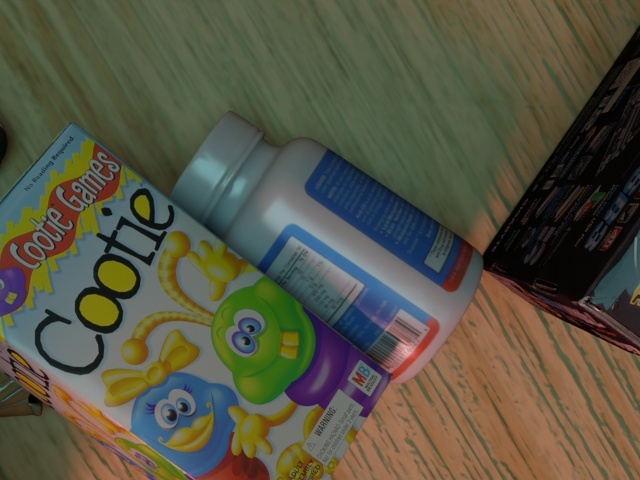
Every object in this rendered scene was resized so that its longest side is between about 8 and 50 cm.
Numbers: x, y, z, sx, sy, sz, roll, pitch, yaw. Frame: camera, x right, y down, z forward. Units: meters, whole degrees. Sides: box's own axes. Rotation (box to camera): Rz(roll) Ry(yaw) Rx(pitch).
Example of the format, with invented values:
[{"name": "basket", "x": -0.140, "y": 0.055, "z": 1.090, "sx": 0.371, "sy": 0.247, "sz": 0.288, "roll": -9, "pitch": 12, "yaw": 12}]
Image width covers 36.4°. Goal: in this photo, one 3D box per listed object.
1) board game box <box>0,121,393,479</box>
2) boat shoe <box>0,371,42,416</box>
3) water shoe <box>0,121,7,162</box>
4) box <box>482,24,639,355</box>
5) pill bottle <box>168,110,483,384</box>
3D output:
[{"name": "board game box", "x": -0.115, "y": 0.075, "z": 0.684, "sx": 0.275, "sy": 0.144, "sz": 0.142, "roll": 39, "pitch": 67, "yaw": -8}, {"name": "boat shoe", "x": -0.245, "y": 0.113, "z": 0.759, "sx": 0.190, "sy": 0.068, "sz": 0.072, "roll": -40, "pitch": 106, "yaw": 0}, {"name": "water shoe", "x": -0.331, "y": -0.034, "z": 0.751, "sx": 0.080, "sy": 0.073, "sz": 0.203, "roll": 43, "pitch": 85, "yaw": 15}, {"name": "box", "x": 0.238, "y": -0.074, "z": 0.653, "sx": 0.073, "sy": 0.293, "sz": 0.296, "roll": 34, "pitch": 91, "yaw": -5}, {"name": "pill bottle", "x": 0.000, "y": 0.000, "z": 0.732, "sx": 0.221, "sy": 0.124, "sz": 0.124, "roll": 35, "pitch": 91, "yaw": -4}]
